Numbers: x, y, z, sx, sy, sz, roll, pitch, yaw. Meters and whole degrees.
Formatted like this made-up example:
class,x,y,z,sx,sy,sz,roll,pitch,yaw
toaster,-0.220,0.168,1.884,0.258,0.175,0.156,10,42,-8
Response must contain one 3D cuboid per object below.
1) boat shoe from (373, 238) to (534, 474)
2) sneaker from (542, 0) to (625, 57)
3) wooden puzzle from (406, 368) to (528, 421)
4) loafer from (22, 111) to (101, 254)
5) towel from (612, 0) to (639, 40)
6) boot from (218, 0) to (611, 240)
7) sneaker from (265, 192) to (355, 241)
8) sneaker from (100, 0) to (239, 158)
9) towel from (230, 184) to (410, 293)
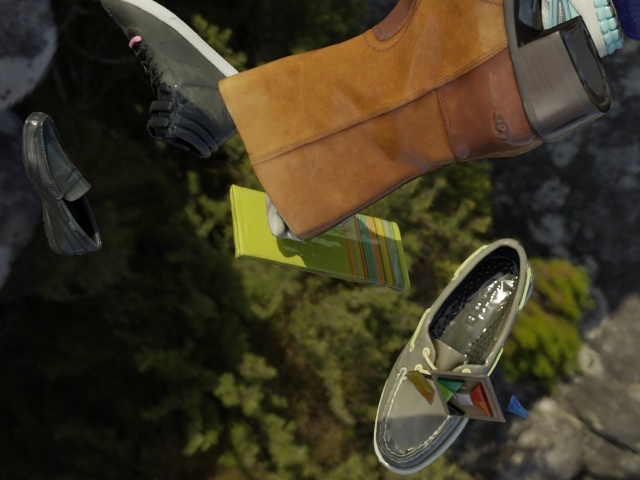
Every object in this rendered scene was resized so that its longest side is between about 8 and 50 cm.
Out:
class,x,y,z,sx,sy,sz,roll,pitch,yaw
boat shoe,0.152,0.131,1.546,0.305,0.109,0.091,-58,165,-11
sneaker,0.238,-0.325,1.517,0.122,0.283,0.110,-27,179,12
wooden puzzle,0.147,0.159,1.342,0.079,0.116,0.014,58,47,-29
loafer,-0.365,-0.080,1.880,0.076,0.078,0.223,-64,148,-56
towel,0.437,-0.370,1.571,0.308,0.227,0.076,50,40,-49
boot,0.045,-0.162,0.987,0.096,0.280,0.264,-39,106,-57
sneaker,0.015,-0.069,1.448,0.102,0.252,0.111,11,65,-22
sneaker,-0.234,-0.239,1.946,0.295,0.104,0.147,40,77,-12
towel,0.000,0.000,1.585,0.237,0.102,0.021,12,140,-29
